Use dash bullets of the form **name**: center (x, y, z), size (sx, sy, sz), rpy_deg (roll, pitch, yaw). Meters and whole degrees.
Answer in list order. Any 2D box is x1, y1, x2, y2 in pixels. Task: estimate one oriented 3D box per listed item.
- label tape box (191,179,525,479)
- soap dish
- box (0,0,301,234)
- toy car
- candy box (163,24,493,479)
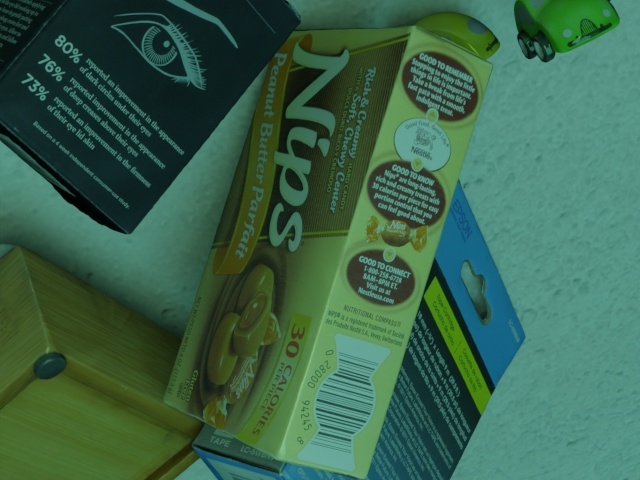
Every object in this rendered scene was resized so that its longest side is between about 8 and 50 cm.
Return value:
- **label tape box**: center (0.051, 0.136, 1.170), size (0.333, 0.106, 0.240), rpy_deg (-57, 138, -30)
- **soap dish**: center (-0.230, 0.147, 1.039), size (0.229, 0.118, 0.291), rpy_deg (-40, 142, 8)
- **box**: center (-0.141, -0.136, 0.877), size (0.207, 0.108, 0.153), rpy_deg (-52, 130, -11)
- **toy car**: center (0.166, -0.178, 0.966), size (0.239, 0.225, 0.053), rpy_deg (-27, 103, -2)
- **candy box**: center (0.000, 0.000, 0.947), size (0.087, 0.183, 0.316), rpy_deg (21, 85, -34)
